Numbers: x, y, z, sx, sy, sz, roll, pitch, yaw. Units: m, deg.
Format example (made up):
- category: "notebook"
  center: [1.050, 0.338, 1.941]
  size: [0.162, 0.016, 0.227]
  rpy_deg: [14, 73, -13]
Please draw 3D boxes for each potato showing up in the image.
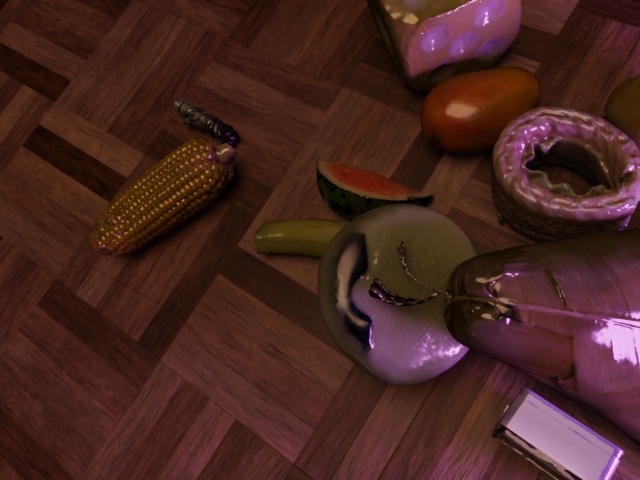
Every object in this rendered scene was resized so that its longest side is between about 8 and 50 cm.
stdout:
- category: "potato"
  center: [0.543, -0.198, 0.928]
  size: [0.154, 0.200, 0.137]
  rpy_deg: [-24, 109, 21]

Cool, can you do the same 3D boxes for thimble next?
- category: "thimble"
  center: [0.396, -0.101, 0.950]
  size: [0.229, 0.148, 0.196]
  rpy_deg: [16, 73, 21]

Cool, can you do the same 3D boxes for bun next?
- category: "bun"
  center: [0.121, 0.084, 0.941]
  size: [0.283, 0.179, 0.283]
  rpy_deg: [2, 80, -13]

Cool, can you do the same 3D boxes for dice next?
- category: "dice"
  center: [0.221, -0.443, 1.083]
  size: [0.233, 0.227, 0.238]
  rpy_deg: [-23, 66, 8]

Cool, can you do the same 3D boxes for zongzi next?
- category: "zongzi"
  center: [0.315, 0.176, 0.790]
  size: [0.447, 0.181, 0.418]
  rpy_deg: [-7, 81, -12]

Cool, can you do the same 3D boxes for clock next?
- category: "clock"
  center: [0.318, 0.281, 0.806]
  size: [0.144, 0.193, 0.073]
  rpy_deg: [33, 81, 24]

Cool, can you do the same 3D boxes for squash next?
- category: "squash"
  center: [0.000, 0.000, 1.070]
  size: [0.250, 0.083, 0.083]
  rpy_deg: [5, 72, 20]

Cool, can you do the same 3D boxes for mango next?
- category: "mango"
  center: [0.291, -0.235, 1.045]
  size: [0.221, 0.120, 0.152]
  rpy_deg: [-12, 66, 5]

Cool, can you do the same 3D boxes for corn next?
- category: "corn"
  center: [-0.316, -0.087, 1.173]
  size: [0.347, 0.130, 0.130]
  rpy_deg: [-36, 64, 2]

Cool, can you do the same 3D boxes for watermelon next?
- category: "watermelon"
  center: [0.084, -0.091, 1.090]
  size: [0.245, 0.063, 0.119]
  rpy_deg: [19, 46, 23]

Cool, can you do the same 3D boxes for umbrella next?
- category: "umbrella"
  center: [-0.253, -0.258, 1.259]
  size: [0.188, 0.046, 0.050]
  rpy_deg: [35, 45, 25]

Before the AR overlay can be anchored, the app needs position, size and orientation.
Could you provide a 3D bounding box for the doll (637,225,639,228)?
- category: "doll"
  center: [0.579, 0.039, 0.863]
  size: [0.199, 0.105, 0.336]
  rpy_deg: [-19, 70, 35]
